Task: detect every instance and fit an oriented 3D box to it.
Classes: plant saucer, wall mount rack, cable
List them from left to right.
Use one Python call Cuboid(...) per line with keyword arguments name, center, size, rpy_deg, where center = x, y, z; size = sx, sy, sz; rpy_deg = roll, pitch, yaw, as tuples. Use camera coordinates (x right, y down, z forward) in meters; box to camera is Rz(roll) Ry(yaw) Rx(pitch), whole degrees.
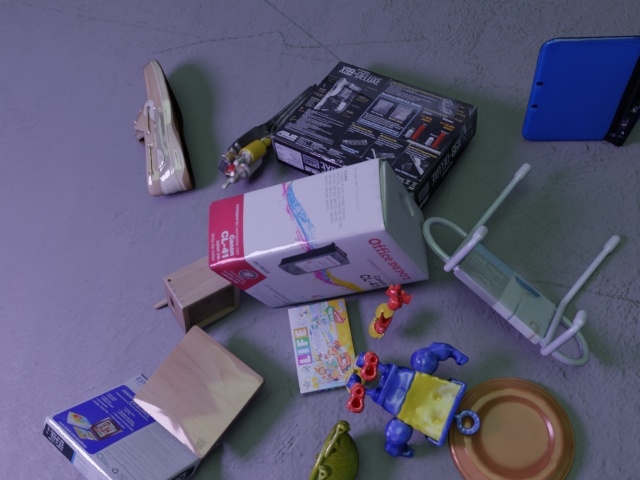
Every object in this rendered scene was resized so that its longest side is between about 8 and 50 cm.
Cuboid(name="cable", center=(-0.097, -0.199, 1.430), size=(0.072, 0.139, 0.287), rpy_deg=(49, 58, 0))
Cuboid(name="plant saucer", center=(0.306, 0.315, 1.159), size=(0.200, 0.037, 0.200), rpy_deg=(-3, 65, 7))
Cuboid(name="wall mount rack", center=(0.355, 0.028, 1.213), size=(0.350, 0.130, 0.304), rpy_deg=(41, 38, 5))

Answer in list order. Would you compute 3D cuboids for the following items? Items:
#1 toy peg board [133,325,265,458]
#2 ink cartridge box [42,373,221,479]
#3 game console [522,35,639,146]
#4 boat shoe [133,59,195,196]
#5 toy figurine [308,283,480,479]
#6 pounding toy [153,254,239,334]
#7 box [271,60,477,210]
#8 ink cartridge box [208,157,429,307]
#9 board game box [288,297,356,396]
Cuboid(name="toy peg board", center=(-0.197, 0.260, 1.230), size=(0.161, 0.079, 0.161), rpy_deg=(34, 76, 20))
Cuboid(name="ink cartridge box", center=(-0.304, 0.326, 1.185), size=(0.206, 0.208, 0.045), rpy_deg=(35, 117, 21))
Cuboid(name="game console", center=(0.505, -0.309, 1.273), size=(0.173, 0.293, 0.250), rpy_deg=(31, 73, 19))
Cuboid(name="boat shoe", center=(-0.330, -0.229, 1.456), size=(0.098, 0.109, 0.302), rpy_deg=(-16, 70, -1))
Cuboid(name="toy figurine", center=(0.140, 0.271, 1.119), size=(0.217, 0.191, 0.363), rpy_deg=(24, 80, 2))
Cuboid(name="pounding toy", center=(-0.225, 0.095, 1.291), size=(0.130, 0.141, 0.100), rpy_deg=(-27, 64, -21))
Cuboid(name="box", center=(0.101, -0.198, 1.357), size=(0.307, 0.076, 0.242), rpy_deg=(24, 60, 24))
Cuboid(name="ink cartridge box", center=(0.000, 0.000, 1.198), size=(0.306, 0.226, 0.131), rpy_deg=(-11, 62, 23))
Cuboid(name="board game box", center=(0.006, 0.185, 1.264), size=(0.103, 0.026, 0.154), rpy_deg=(-12, 65, 3))
